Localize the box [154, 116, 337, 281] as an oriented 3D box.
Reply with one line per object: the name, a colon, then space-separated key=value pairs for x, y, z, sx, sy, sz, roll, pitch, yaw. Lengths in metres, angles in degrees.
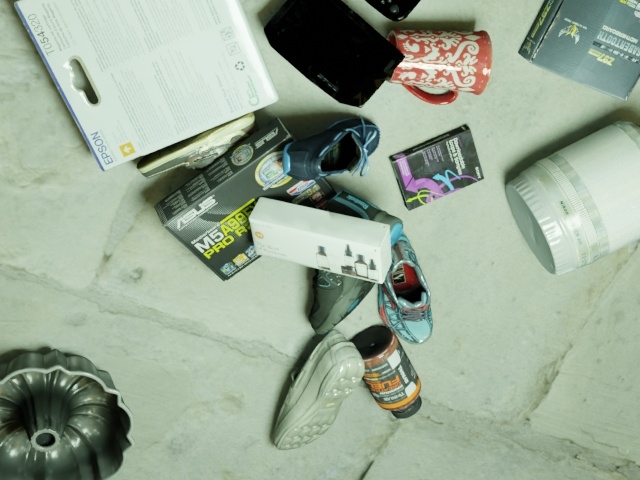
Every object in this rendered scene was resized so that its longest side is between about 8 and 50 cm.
box: x=-0.126 y=-0.067 z=1.809 sx=0.270 sy=0.060 sz=0.216 roll=-35 pitch=141 yaw=4

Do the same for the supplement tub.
supplement tub: x=0.142 y=0.276 z=2.079 sx=0.106 sy=0.106 sz=0.198 roll=-29 pitch=121 yaw=1

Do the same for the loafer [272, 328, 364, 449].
loafer: x=-0.014 y=0.310 z=2.059 sx=0.112 sy=0.111 sz=0.319 roll=4 pitch=134 yaw=-37

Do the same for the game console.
game console: x=0.091 y=-0.411 z=1.691 sx=0.213 sy=0.044 sz=0.361 roll=40 pitch=91 yaw=-1

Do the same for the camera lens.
camera lens: x=0.519 y=-0.083 z=1.925 sx=0.274 sy=0.219 sz=0.219 roll=-27 pitch=121 yaw=0

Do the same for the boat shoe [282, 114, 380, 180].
boat shoe: x=0.039 y=-0.145 z=1.758 sx=0.258 sy=0.089 sz=0.109 roll=-34 pitch=126 yaw=-47

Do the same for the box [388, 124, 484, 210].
box: x=0.222 y=-0.137 z=1.924 sx=0.162 sy=0.029 sz=0.116 roll=-24 pitch=121 yaw=-3

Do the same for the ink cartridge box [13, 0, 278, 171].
ink cartridge box: x=-0.277 y=-0.318 z=1.666 sx=0.330 sy=0.071 sz=0.324 roll=-21 pitch=121 yaw=0

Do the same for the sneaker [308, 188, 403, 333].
sneaker: x=0.039 y=0.042 z=1.911 sx=0.140 sy=0.125 sz=0.341 roll=37 pitch=134 yaw=11

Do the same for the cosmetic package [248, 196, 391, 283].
cosmetic package: x=0.000 y=0.000 z=1.748 sx=0.239 sy=0.060 sz=0.099 roll=12 pitch=139 yaw=18

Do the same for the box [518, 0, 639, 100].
box: x=0.505 y=-0.378 z=1.855 sx=0.233 sy=0.059 sz=0.183 roll=17 pitch=113 yaw=-23

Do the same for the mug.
mug: x=0.200 y=-0.301 z=1.785 sx=0.169 sy=0.113 sz=0.150 roll=2 pitch=115 yaw=-13

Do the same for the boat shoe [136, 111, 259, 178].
boat shoe: x=-0.208 y=-0.156 z=1.765 sx=0.224 sy=0.080 sz=0.073 roll=-28 pitch=116 yaw=-5

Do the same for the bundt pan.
bundt pan: x=-0.520 y=0.341 z=1.920 sx=0.331 sy=0.124 sz=0.330 roll=-6 pitch=119 yaw=-11

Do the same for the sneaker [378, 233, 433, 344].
sneaker: x=0.165 y=0.116 z=1.987 sx=0.104 sy=0.125 sz=0.262 roll=-23 pitch=121 yaw=-2
